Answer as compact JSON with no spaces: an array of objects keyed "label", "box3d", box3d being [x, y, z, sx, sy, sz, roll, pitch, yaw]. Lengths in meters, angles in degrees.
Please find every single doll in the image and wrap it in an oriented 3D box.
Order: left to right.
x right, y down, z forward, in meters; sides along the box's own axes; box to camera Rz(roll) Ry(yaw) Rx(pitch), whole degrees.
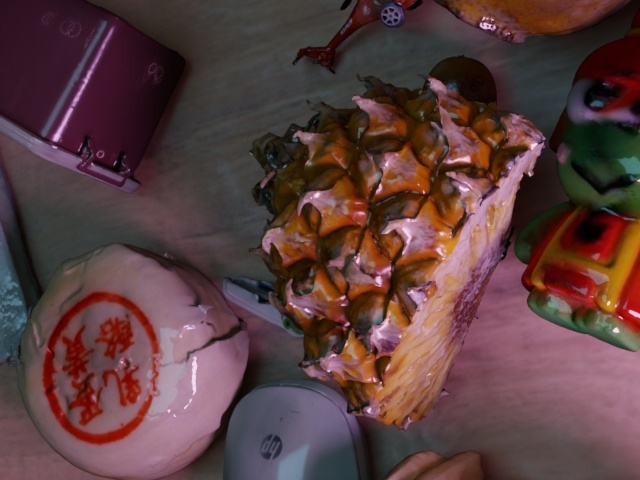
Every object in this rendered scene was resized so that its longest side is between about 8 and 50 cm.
[{"label":"doll","box3d":[0.291,-0.087,1.174,0.183,0.160,0.363,18,91,45]}]

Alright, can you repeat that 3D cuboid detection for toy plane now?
[{"label":"toy plane","box3d":[0.047,-0.230,1.360,0.077,0.126,0.194,43,106,-4]}]

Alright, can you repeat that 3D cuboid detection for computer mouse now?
[{"label":"computer mouse","box3d":[-0.030,0.281,1.352,0.160,0.097,0.288,1,85,27]}]

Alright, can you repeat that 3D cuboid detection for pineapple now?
[{"label":"pineapple","box3d":[-0.003,-0.002,1.222,0.286,0.209,0.344,32,121,24]}]

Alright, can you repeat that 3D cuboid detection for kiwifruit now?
[{"label":"kiwifruit","box3d":[0.130,-0.116,1.314,0.075,0.075,0.124,7,93,29]}]

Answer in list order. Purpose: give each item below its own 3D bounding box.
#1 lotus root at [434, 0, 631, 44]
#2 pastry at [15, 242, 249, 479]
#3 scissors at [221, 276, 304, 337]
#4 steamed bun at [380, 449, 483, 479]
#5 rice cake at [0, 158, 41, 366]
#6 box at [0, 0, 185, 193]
[{"label":"lotus root","box3d":[0.225,-0.334,1.184,0.250,0.250,0.346,43,104,25]},{"label":"pastry","box3d":[-0.202,0.128,1.443,0.265,0.133,0.264,-6,79,30]},{"label":"scissors","box3d":[-0.015,0.080,1.400,0.204,0.027,0.101,20,93,26]},{"label":"steamed bun","box3d":[0.073,0.400,1.189,0.189,0.247,0.427,17,91,39]},{"label":"rice cake","box3d":[-0.386,-0.013,1.595,0.066,0.063,0.336,-26,72,16]},{"label":"box","box3d":[-0.303,-0.194,1.498,0.294,0.193,0.167,30,94,28]}]
